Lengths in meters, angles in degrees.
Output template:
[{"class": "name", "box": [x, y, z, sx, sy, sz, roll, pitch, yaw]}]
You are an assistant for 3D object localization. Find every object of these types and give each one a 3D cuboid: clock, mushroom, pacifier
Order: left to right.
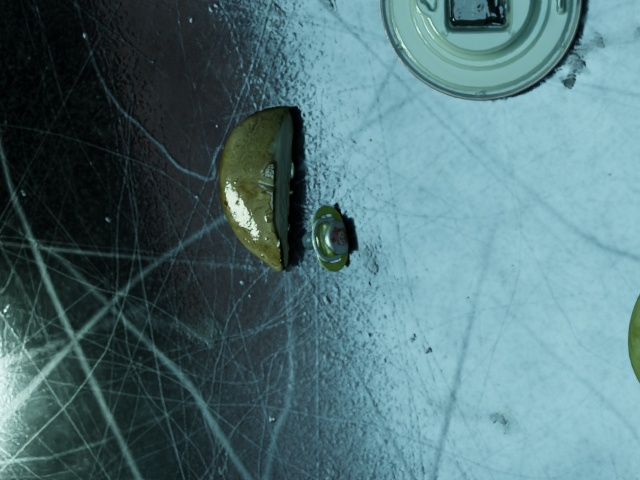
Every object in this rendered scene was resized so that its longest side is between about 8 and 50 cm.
[{"class": "mushroom", "box": [-0.079, -0.065, 2.002, 0.094, 0.072, 0.209, 6, 96, 24]}, {"class": "pacifier", "box": [0.000, 0.000, 1.994, 0.064, 0.068, 0.083, -9, 93, 43]}, {"class": "clock", "box": [0.191, -0.289, 1.907, 0.245, 0.056, 0.244, 2, 100, 14]}]

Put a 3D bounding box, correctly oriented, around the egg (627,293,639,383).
[{"class": "egg", "box": [0.491, 0.105, 1.781, 0.296, 0.218, 0.218, -8, 92, 6]}]
